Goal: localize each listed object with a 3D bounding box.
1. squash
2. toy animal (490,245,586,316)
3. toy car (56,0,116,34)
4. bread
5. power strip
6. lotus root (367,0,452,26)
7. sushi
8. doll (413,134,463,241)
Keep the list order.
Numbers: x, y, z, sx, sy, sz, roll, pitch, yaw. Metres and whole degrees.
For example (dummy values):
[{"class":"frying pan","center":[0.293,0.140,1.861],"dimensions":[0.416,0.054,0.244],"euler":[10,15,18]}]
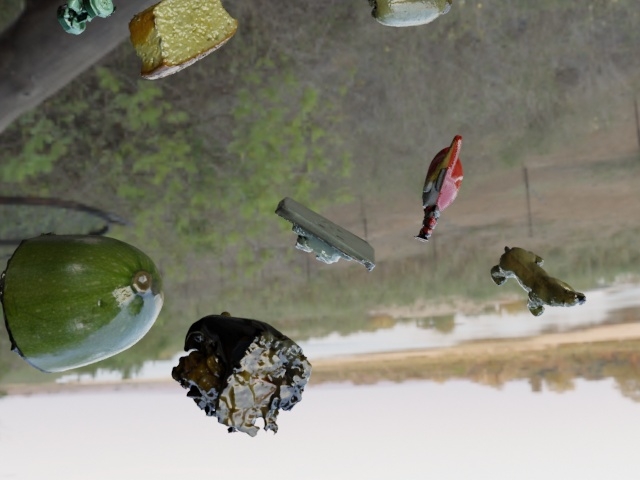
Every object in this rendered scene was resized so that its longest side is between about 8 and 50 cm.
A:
[{"class":"squash","center":[-0.449,0.116,1.853],"dimensions":[0.309,0.310,0.310],"euler":[-7,170,26]},{"class":"toy animal","center":[0.425,0.081,1.723],"dimensions":[0.103,0.218,0.101],"euler":[-41,144,-3]},{"class":"toy car","center":[-0.285,-0.324,1.087],"dimensions":[0.073,0.143,0.054],"euler":[-14,147,31]},{"class":"bread","center":[-0.206,-0.313,1.319],"dimensions":[0.065,0.103,0.187],"euler":[-11,-160,48]},{"class":"power strip","center":[0.000,0.000,1.567],"dimensions":[0.198,0.064,0.213],"euler":[30,-173,-1]},{"class":"lotus root","center":[0.156,-0.409,1.502],"dimensions":[0.183,0.090,0.077],"euler":[-11,172,-37]},{"class":"sushi","center":[-0.153,0.243,1.634],"dimensions":[0.213,0.200,0.204],"euler":[41,164,-24]},{"class":"doll","center":[0.191,-0.079,1.405],"dimensions":[0.057,0.169,0.109],"euler":[14,177,6]}]
